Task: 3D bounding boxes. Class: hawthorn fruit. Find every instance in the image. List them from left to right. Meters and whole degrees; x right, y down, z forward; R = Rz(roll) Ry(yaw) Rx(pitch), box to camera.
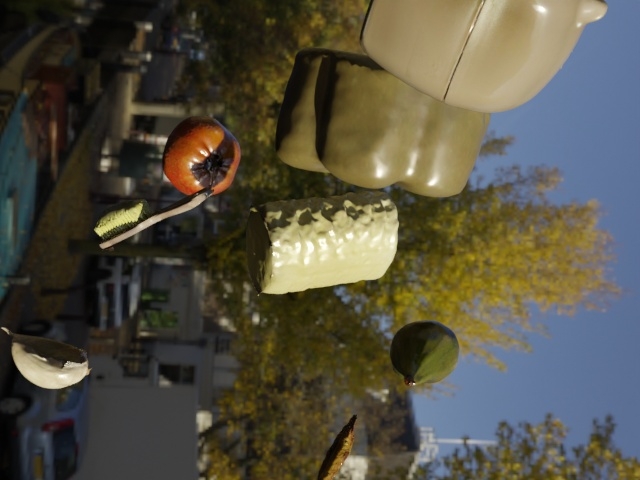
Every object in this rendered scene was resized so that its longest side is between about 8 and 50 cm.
[{"bbox_3d":[-0.303,-0.205,2.140,0.225,0.196,0.196,23,-69,54],"label":"hawthorn fruit"}]

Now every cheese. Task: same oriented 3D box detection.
[{"bbox_3d":[0.000,0.000,1.056,0.094,0.167,0.123,-119,-150,-41],"label":"cheese"}]

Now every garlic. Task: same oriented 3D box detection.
[{"bbox_3d":[-0.439,0.195,1.418,0.066,0.152,0.084,-66,-155,17],"label":"garlic"}]

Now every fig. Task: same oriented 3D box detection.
[{"bbox_3d":[0.198,0.213,1.692,0.185,0.133,0.126,28,85,-82],"label":"fig"}]

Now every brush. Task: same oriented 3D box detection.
[{"bbox_3d":[-0.302,-0.054,1.559,0.313,0.067,0.072,-19,-156,42],"label":"brush"}]

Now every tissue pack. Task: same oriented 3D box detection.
[{"bbox_3d":[0.242,-0.346,1.220,0.387,0.277,0.267,-55,171,-53],"label":"tissue pack"}]

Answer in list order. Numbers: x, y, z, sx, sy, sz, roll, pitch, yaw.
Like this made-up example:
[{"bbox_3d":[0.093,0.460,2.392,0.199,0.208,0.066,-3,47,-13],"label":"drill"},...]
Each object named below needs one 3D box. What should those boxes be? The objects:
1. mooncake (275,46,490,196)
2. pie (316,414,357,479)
[{"bbox_3d":[0.138,-0.252,1.927,0.467,0.467,0.262,-124,-135,-79],"label":"mooncake"},{"bbox_3d":[0.022,0.414,1.654,0.191,0.033,0.088,-60,-174,-20],"label":"pie"}]
